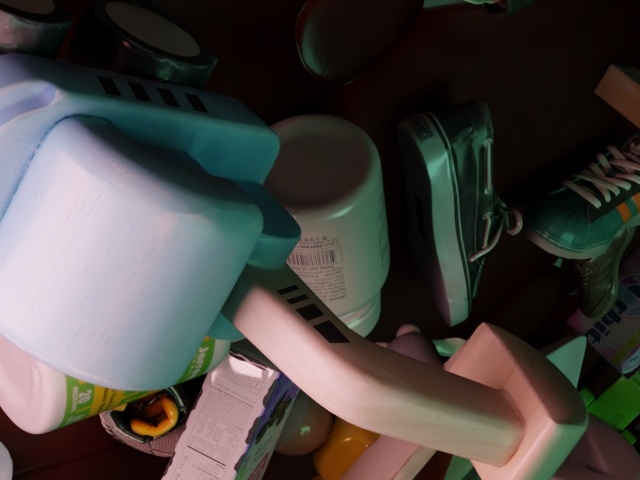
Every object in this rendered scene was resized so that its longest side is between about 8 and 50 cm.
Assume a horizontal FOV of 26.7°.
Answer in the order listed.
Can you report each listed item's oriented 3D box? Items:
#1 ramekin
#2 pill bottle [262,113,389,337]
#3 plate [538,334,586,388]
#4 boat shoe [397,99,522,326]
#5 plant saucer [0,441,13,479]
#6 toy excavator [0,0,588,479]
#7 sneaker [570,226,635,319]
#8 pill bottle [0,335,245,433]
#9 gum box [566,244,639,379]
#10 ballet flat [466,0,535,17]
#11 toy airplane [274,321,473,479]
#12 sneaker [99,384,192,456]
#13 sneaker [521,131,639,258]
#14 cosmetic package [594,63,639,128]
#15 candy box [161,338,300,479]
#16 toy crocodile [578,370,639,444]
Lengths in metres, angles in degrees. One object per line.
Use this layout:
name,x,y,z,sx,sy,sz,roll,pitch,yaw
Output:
ramekin,0.282,0.308,1.741,0.277,0.277,0.135,-5,120,-45
pill bottle,0.000,0.000,1.295,0.131,0.131,0.229,-33,145,-18
plate,0.247,0.270,1.923,0.278,0.045,0.277,-24,138,-25
boat shoe,0.152,-0.028,1.447,0.105,0.113,0.306,-21,133,-9
plant saucer,-0.377,0.235,1.229,0.195,0.037,0.195,-28,143,-24
toy excavator,-0.073,0.028,0.959,0.433,0.445,0.222,6,122,-50
sneaker,0.359,0.029,1.794,0.071,0.066,0.188,-8,129,-20
pill bottle,-0.163,0.068,1.186,0.246,0.136,0.136,-18,138,-35
gum box,0.455,0.089,1.907,0.188,0.107,0.062,-47,147,2
ballet flat,0.130,-0.265,1.188,0.096,0.095,0.280,-39,149,14
toy airplane,0.034,0.271,1.504,0.386,0.272,0.384,-52,-179,-13
sneaker,-0.174,0.170,1.327,0.088,0.093,0.225,-43,148,-5
sneaker,0.354,-0.072,1.632,0.302,0.108,0.121,-22,141,-43
cosmetic package,0.378,-0.154,1.550,0.060,0.115,0.041,-1,128,-46
candy box,-0.086,0.191,1.375,0.196,0.070,0.165,-67,170,10
toy crocodile,0.394,0.332,2.104,0.340,0.115,0.105,-52,165,15
